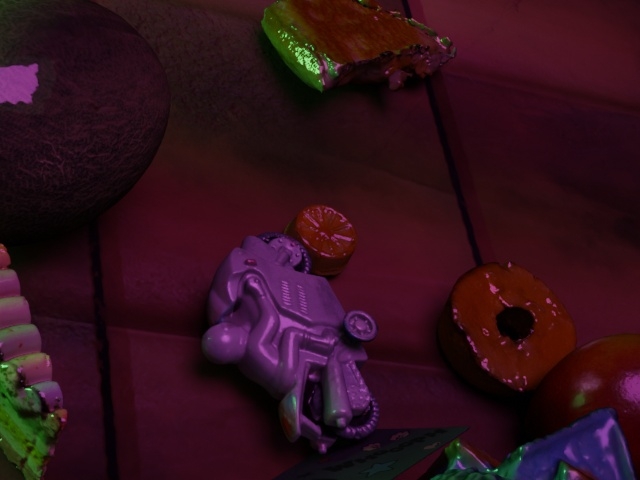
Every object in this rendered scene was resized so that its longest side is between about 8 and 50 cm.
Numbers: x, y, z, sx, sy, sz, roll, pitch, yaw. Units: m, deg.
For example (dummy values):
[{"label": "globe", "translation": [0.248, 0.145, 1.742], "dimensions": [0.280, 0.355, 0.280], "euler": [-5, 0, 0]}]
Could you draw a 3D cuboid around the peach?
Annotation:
[{"label": "peach", "translation": [0.324, 0.196, 1.508], "dimensions": [0.197, 0.197, 0.197], "euler": [17, 47, -19]}]

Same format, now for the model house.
[{"label": "model house", "translation": [0.180, 0.254, 1.301], "dimensions": [0.226, 0.261, 0.241], "euler": [34, 44, -3]}]

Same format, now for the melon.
[{"label": "melon", "translation": [-0.291, -0.123, 1.346], "dimensions": [0.248, 0.248, 0.329], "euler": [48, 41, 12]}]

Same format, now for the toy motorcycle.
[{"label": "toy motorcycle", "translation": [-0.045, 0.100, 1.410], "dimensions": [0.171, 0.110, 0.260], "euler": [-7, 56, -30]}]

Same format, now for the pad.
[{"label": "pad", "translation": [0.006, 0.228, 1.300], "dimensions": [0.245, 0.170, 0.006], "euler": [-25, 99, -41]}]

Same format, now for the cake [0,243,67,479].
[{"label": "cake", "translation": [-0.288, 0.103, 1.249], "dimensions": [0.090, 0.109, 0.225], "euler": [-27, 70, -44]}]

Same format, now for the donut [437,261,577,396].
[{"label": "donut", "translation": [0.213, 0.109, 1.594], "dimensions": [0.178, 0.065, 0.162], "euler": [-9, 64, -38]}]

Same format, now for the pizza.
[{"label": "pizza", "translation": [0.055, -0.260, 1.804], "dimensions": [0.297, 0.071, 0.189], "euler": [-16, 51, -44]}]

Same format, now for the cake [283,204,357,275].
[{"label": "cake", "translation": [0.000, 0.000, 1.564], "dimensions": [0.084, 0.044, 0.084], "euler": [16, 47, -18]}]
